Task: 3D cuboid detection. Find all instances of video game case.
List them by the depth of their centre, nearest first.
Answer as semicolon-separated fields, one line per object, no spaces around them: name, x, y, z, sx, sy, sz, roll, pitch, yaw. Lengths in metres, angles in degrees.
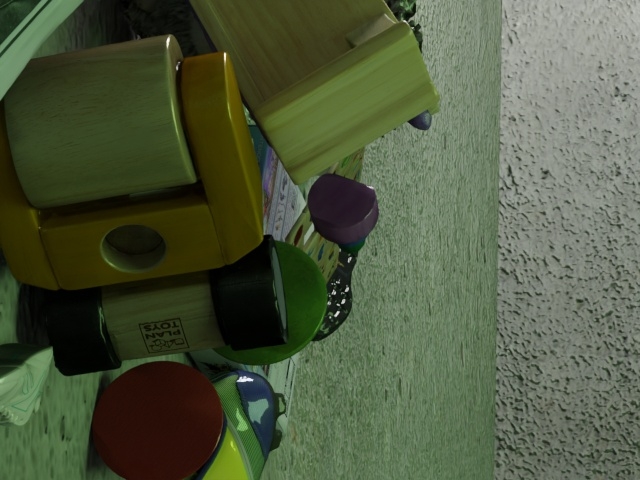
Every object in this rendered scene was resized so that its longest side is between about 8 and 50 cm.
video game case;-0.073;0.047;2.023;0.244;0.061;0.269;68;27;-59

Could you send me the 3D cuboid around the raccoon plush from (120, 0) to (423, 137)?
raccoon plush;-0.090;-0.178;1.868;0.446;0.299;0.216;147;-68;-70

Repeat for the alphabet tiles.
alphabet tiles;0.000;0.000;1.986;0.237;0.009;0.198;98;19;-53

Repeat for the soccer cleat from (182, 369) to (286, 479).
soccer cleat;-0.112;0.275;1.896;0.121;0.093;0.289;-1;102;-38

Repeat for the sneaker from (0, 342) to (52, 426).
sneaker;-0.246;0.119;1.410;0.152;0.054;0.061;-20;113;-74

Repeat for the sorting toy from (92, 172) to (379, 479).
sorting toy;-0.064;0.099;1.730;0.365;0.127;0.126;-51;157;-17

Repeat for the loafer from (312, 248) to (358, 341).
loafer;-0.004;0.058;2.236;0.076;0.078;0.223;42;29;-17

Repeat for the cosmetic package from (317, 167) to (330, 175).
cosmetic package;0.001;-0.127;2.288;0.115;0.060;0.041;68;27;-59

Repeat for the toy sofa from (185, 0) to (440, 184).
toy sofa;-0.046;-0.229;1.605;0.362;0.150;0.177;60;-1;26

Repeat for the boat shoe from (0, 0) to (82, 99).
boat shoe;-0.228;-0.215;1.301;0.119;0.121;0.335;90;13;-47

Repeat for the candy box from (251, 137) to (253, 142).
candy box;-0.115;-0.006;1.775;0.053;0.109;0.186;-55;143;-65

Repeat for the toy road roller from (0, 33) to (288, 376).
toy road roller;-0.150;-0.060;1.505;0.240;0.202;0.329;-94;174;-45
